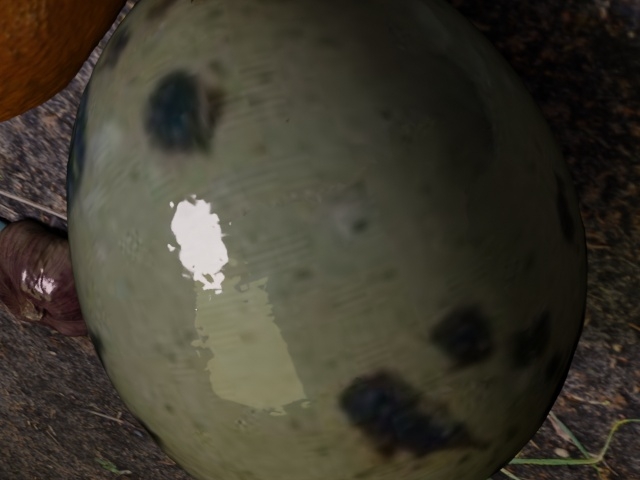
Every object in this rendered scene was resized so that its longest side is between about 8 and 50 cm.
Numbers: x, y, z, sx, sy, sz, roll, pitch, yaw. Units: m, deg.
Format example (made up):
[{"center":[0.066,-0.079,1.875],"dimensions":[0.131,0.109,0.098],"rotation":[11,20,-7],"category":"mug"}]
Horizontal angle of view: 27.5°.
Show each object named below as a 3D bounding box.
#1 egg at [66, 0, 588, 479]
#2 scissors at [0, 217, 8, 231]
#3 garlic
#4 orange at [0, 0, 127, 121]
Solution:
[{"center":[0.000,0.000,0.887],"dimensions":[0.345,0.345,0.428],"rotation":[5,141,36],"category":"egg"},{"center":[-0.529,-0.032,1.638],"dimensions":[0.393,0.032,0.180],"rotation":[10,148,30],"category":"scissors"},{"center":[-0.314,0.050,1.510],"dimensions":[0.159,0.102,0.147],"rotation":[38,148,-16],"category":"garlic"},{"center":[-0.258,-0.210,0.808],"dimensions":[0.312,0.312,0.312],"rotation":[21,152,12],"category":"orange"}]
